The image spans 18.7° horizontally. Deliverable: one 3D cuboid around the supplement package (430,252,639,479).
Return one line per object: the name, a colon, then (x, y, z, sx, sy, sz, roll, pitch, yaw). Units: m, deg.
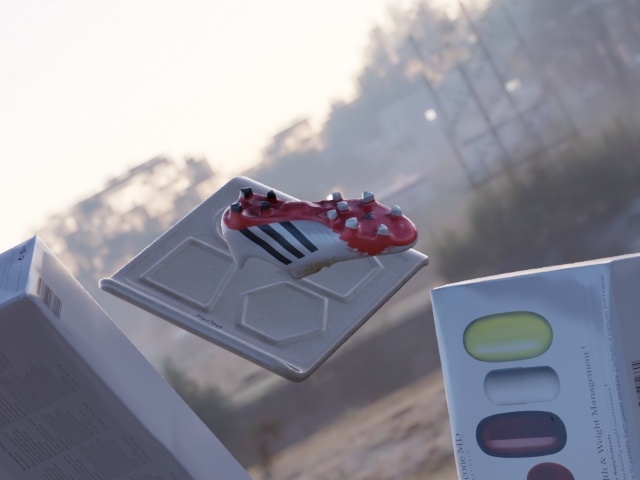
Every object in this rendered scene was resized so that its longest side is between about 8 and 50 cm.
supplement package: (0.220, 0.114, 1.567, 0.149, 0.194, 0.203, -7, -3, -40)

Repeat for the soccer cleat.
soccer cleat: (0.000, 0.000, 0.777, 0.083, 0.036, 0.029, 5, 33, 18)

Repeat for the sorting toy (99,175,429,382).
sorting toy: (-0.043, 0.032, 1.556, 0.208, 0.193, 0.038, -38, -37, -45)

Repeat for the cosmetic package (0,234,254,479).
cosmetic package: (-0.133, 0.111, 1.112, 0.099, 0.239, 0.060, -27, 33, 16)
